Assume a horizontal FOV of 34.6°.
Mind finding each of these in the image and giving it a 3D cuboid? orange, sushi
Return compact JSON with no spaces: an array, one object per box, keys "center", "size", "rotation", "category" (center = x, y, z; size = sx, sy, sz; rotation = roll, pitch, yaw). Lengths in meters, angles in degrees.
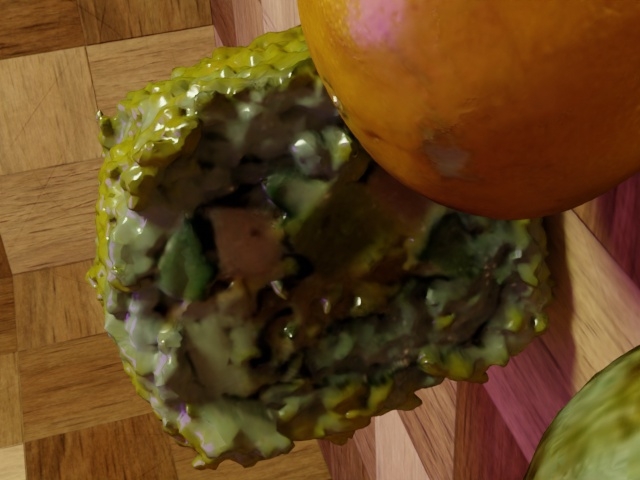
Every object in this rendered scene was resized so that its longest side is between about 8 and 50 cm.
[{"center":[0.105,-0.141,0.602],"size":[0.261,0.261,0.261],"rotation":[168,90,-79],"category":"orange"},{"center":[0.000,0.000,0.885],"size":[0.240,0.396,0.351],"rotation":[-140,34,-68],"category":"sushi"}]

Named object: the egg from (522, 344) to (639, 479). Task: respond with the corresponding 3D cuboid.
[{"center":[0.200,0.164,0.439],"size":[0.238,0.238,0.289],"rotation":[-115,5,-50],"category":"egg"}]
